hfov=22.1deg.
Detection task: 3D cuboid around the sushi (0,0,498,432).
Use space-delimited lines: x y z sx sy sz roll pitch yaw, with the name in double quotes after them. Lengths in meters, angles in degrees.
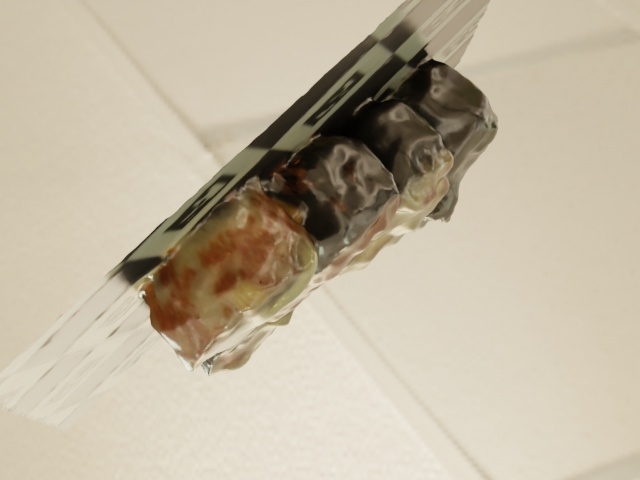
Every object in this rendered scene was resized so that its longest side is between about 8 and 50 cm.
0.000 0.000 0.791 0.320 0.339 0.069 -43 -94 -9 "sushi"
